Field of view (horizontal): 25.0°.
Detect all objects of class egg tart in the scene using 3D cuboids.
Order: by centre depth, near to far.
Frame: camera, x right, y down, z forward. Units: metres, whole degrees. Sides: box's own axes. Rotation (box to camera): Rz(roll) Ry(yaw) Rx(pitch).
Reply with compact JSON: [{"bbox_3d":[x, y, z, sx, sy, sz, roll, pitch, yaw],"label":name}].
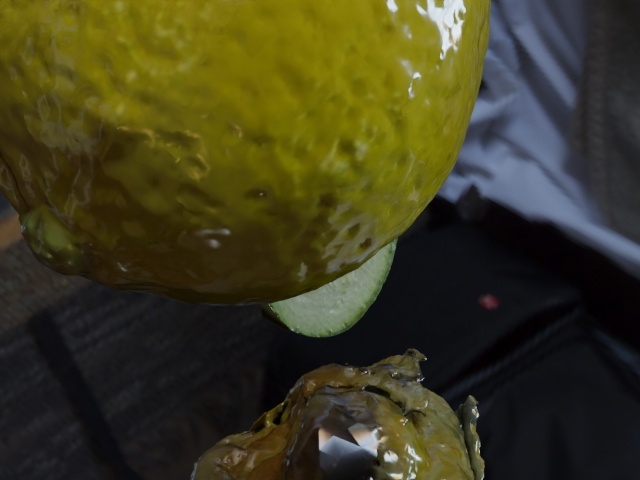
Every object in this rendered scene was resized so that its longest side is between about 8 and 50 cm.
[{"bbox_3d":[-0.006,0.184,1.143,0.297,0.297,0.132,-41,117,-19],"label":"egg tart"}]

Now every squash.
[{"bbox_3d":[0.003,0.001,1.655,0.219,0.041,0.219,-13,111,-38],"label":"squash"}]

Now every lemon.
[{"bbox_3d":[-0.050,-0.124,0.860,0.336,0.336,0.336,-27,133,-32],"label":"lemon"}]
